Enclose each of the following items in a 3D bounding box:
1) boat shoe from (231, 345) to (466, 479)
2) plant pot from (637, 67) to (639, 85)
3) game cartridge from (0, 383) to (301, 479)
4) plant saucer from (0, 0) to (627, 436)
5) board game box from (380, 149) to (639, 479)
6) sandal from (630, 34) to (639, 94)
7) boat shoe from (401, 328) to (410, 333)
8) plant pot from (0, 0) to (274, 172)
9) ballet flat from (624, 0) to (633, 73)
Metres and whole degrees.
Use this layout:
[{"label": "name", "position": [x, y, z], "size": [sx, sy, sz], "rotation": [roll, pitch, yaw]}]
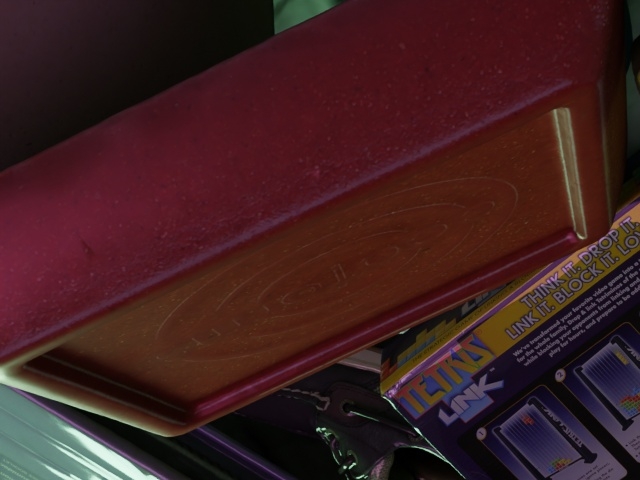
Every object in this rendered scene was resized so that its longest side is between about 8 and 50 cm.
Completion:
[{"label": "boat shoe", "position": [0.039, 0.102, 0.801], "size": [0.223, 0.073, 0.080], "rotation": [8, 155, 22]}, {"label": "plant pot", "position": [0.231, -0.055, 0.476], "size": [0.187, 0.212, 0.212], "rotation": [44, 137, 4]}, {"label": "game cartridge", "position": [-0.097, 0.163, 0.929], "size": [0.355, 0.068, 0.230], "rotation": [31, 153, 0]}, {"label": "plant saucer", "position": [0.000, 0.000, 0.544], "size": [0.258, 0.259, 0.048], "rotation": [-25, 74, 5]}, {"label": "board game box", "position": [0.135, 0.057, 0.688], "size": [0.170, 0.048, 0.141], "rotation": [-39, 105, 18]}, {"label": "sandal", "position": [0.197, -0.029, 0.611], "size": [0.180, 0.072, 0.049], "rotation": [39, 121, -10]}, {"label": "boat shoe", "position": [0.062, 0.024, 0.749], "size": [0.142, 0.049, 0.040], "rotation": [-8, 87, 29]}, {"label": "plant pot", "position": [-0.128, -0.175, 0.558], "size": [0.256, 0.256, 0.274], "rotation": [17, 120, 16]}, {"label": "ballet flat", "position": [0.066, -0.147, 0.569], "size": [0.073, 0.080, 0.232], "rotation": [14, 135, 33]}]
